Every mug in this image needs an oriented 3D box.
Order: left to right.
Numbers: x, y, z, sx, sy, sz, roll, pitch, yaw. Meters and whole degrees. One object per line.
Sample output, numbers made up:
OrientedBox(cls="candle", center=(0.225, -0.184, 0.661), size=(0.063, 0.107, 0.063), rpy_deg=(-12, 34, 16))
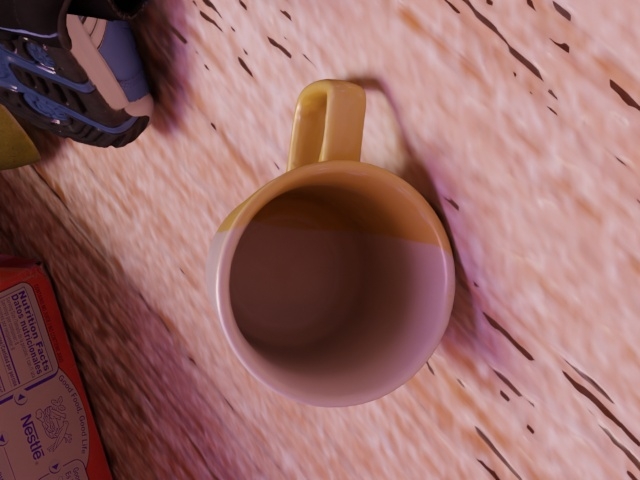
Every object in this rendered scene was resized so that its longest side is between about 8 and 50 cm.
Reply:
OrientedBox(cls="mug", center=(0.001, 0.004, 0.474), size=(0.062, 0.078, 0.064), rpy_deg=(38, 173, -12))

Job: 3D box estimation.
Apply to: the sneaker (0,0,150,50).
OrientedBox(cls="sneaker", center=(-0.102, -0.088, 0.478), size=(0.232, 0.081, 0.090), rpy_deg=(-13, 121, 41))

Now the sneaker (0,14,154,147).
OrientedBox(cls="sneaker", center=(-0.106, -0.121, 0.581), size=(0.080, 0.081, 0.211), rpy_deg=(8, 137, 44))

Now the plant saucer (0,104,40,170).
OrientedBox(cls="plant saucer", center=(-0.220, -0.108, 0.764), size=(0.241, 0.037, 0.241), rpy_deg=(43, 171, 9))

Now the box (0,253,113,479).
OrientedBox(cls="box", center=(-0.193, 0.166, 0.920), size=(0.142, 0.154, 0.300), rpy_deg=(9, 120, 52))
